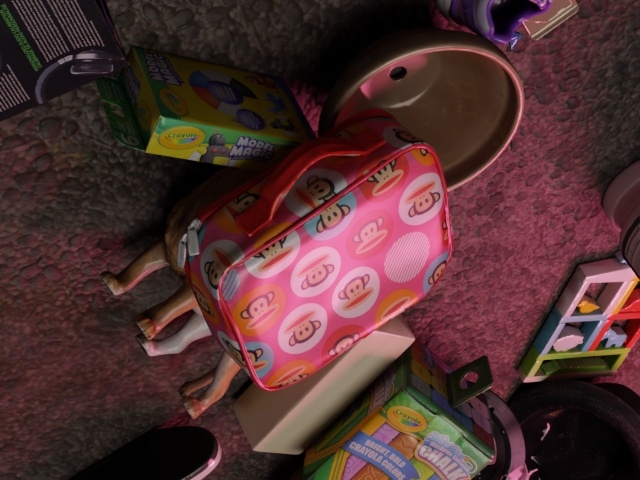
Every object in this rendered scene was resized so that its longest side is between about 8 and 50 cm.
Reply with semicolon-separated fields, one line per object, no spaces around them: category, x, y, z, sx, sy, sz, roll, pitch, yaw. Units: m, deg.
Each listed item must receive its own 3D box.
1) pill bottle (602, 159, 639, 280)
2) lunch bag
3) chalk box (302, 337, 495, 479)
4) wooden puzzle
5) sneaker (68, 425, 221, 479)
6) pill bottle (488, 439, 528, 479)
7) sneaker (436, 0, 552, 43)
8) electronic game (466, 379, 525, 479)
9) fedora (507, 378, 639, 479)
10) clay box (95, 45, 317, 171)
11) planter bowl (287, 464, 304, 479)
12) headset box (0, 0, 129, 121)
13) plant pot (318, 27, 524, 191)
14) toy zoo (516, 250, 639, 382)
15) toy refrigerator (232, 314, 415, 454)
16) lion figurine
pill bottle;0.514;0.017;1.600;0.162;0.278;0.162;-14;137;-13
lunch bag;0.000;0.000;1.239;0.293;0.120;0.258;-33;139;-15
chalk box;0.133;0.270;1.702;0.179;0.180;0.289;39;109;-12
wooden puzzle;0.265;-0.280;1.370;0.116;0.014;0.078;-30;135;5
sneaker;-0.245;0.394;1.726;0.296;0.123;0.178;-27;135;13
pill bottle;0.207;0.446;1.981;0.160;0.160;0.283;16;124;-37
sneaker;0.237;-0.304;1.261;0.095;0.104;0.236;26;117;-41
electronic game;0.209;0.333;1.841;0.229;0.229;0.048;-36;174;12
fedora;0.464;0.353;1.982;0.152;0.334;0.334;-33;151;-43
clay box;-0.121;-0.138;1.236;0.222;0.127;0.053;8;128;-33
planter bowl;0.008;0.420;1.908;0.217;0.090;0.217;-13;137;-13
headset box;-0.336;-0.202;0.971;0.283;0.246;0.131;-25;139;-2
plant pot;0.104;-0.162;1.332;0.238;0.109;0.237;-11;138;-10
toy zoo;0.454;0.117;1.862;0.192;0.030;0.293;-1;134;-26
toy refrigerator;0.000;0.187;1.664;0.102;0.094;0.269;15;126;-45
lion figurine;-0.123;0.061;1.457;0.240;0.142;0.392;-36;156;-14
